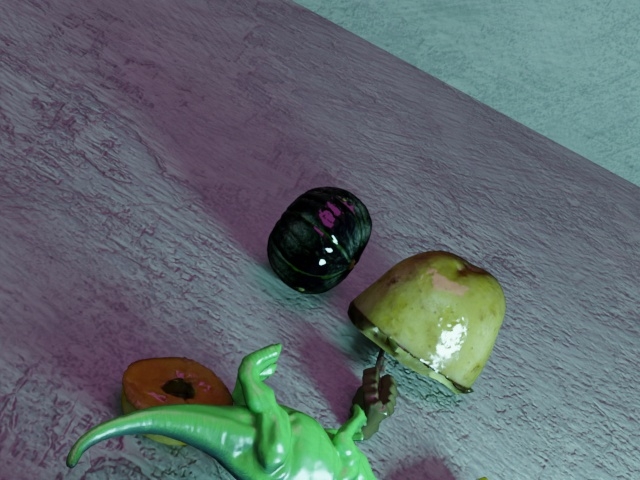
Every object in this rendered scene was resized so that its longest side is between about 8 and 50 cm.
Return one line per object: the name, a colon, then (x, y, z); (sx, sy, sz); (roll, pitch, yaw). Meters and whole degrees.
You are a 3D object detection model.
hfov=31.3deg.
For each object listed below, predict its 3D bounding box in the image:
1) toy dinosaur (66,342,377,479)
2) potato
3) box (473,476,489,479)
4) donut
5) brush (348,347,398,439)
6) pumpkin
toy dinosaur: (-0.094, 0.363, 1.665); (0.500, 0.144, 0.375); (-24, 85, -37)
potato: (0.221, 0.130, 2.130); (0.285, 0.242, 0.242); (36, 30, 2)
box: (0.291, 0.501, 1.805); (0.153, 0.041, 0.279); (-6, 44, -42)
donut: (-0.228, 0.249, 1.759); (0.178, 0.065, 0.162); (5, 35, -33)
brush: (0.100, 0.246, 2.040); (0.071, 0.084, 0.301); (31, 24, -5)
pumpkin: (0.000, 0.000, 2.174); (0.162, 0.220, 0.220); (39, 31, 10)
